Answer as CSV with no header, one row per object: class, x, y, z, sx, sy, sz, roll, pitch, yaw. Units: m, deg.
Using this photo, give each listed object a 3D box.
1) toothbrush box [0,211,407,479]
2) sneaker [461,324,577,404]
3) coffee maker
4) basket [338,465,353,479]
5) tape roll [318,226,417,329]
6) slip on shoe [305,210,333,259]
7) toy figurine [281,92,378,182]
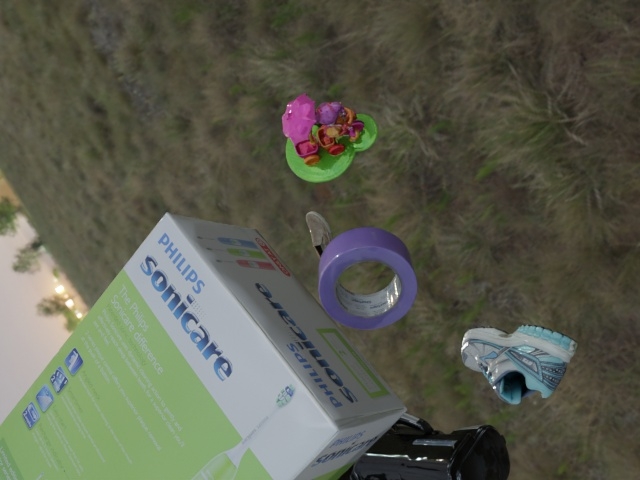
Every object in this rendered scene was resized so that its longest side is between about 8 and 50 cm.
toothbrush box,-0.111,0.153,0.562,0.206,0.283,0.122,48,-162,24
sneaker,0.322,0.222,1.259,0.110,0.122,0.283,28,161,-11
coffee maker,0.140,0.319,0.945,0.120,0.171,0.178,42,148,-25
basket,0.089,0.487,1.222,0.154,0.204,0.227,27,160,-12
tape roll,0.090,0.074,1.385,0.080,0.189,0.189,-91,-21,-62
slip on shoe,0.000,0.000,1.604,0.051,0.041,0.135,-14,103,47
toy figurine,0.005,-0.191,1.204,0.159,0.173,0.130,48,-157,-71
